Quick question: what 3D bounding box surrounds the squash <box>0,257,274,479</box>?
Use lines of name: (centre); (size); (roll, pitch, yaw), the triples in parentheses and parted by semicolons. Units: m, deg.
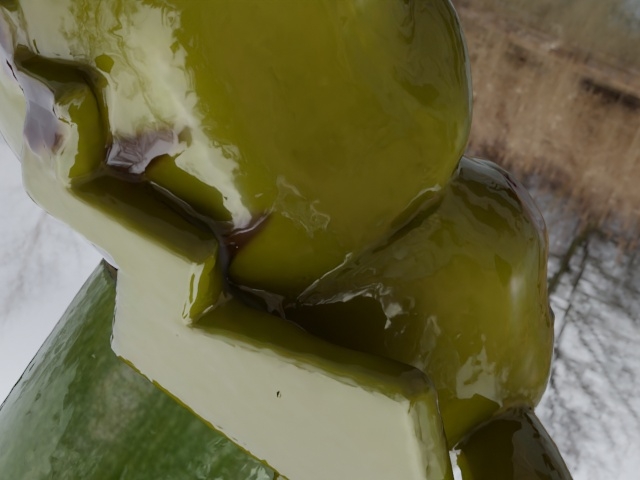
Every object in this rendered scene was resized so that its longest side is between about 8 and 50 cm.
squash: (-0.134, 0.232, 0.674); (0.263, 0.384, 0.263); (34, -177, -2)

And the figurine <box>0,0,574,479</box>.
figurine: (-0.004, -0.006, 0.388); (0.326, 0.169, 0.218); (55, 159, -20)
